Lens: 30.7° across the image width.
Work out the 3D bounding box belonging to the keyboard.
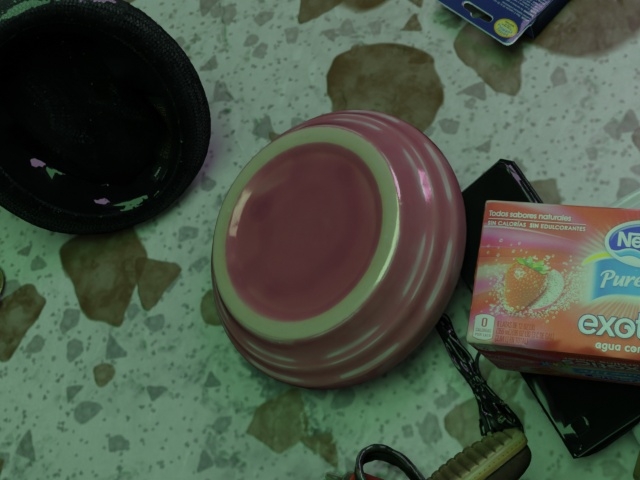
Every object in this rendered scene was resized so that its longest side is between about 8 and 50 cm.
[{"bbox_3d":[0.211,0.088,1.249,0.201,0.033,0.317,-41,62,25],"label":"keyboard"}]

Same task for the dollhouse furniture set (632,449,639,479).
[{"bbox_3d":[0.287,0.273,1.001,0.151,0.301,0.197,18,101,22],"label":"dollhouse furniture set"}]

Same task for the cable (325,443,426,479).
[{"bbox_3d":[0.126,0.306,1.223,0.287,0.072,0.139,14,63,10],"label":"cable"}]

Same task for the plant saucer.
[{"bbox_3d":[0.000,0.000,1.321,0.332,0.084,0.332,-11,68,31],"label":"plant saucer"}]

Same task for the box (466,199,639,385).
[{"bbox_3d":[0.304,0.058,1.092,0.300,0.154,0.142,4,75,22],"label":"box"}]

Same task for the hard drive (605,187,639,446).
[{"bbox_3d":[0.383,0.094,1.175,0.210,0.040,0.318,-32,68,20],"label":"hard drive"}]

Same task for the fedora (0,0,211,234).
[{"bbox_3d":[-0.302,-0.174,1.452,0.334,0.334,0.152,-30,32,4],"label":"fedora"}]

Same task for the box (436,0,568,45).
[{"bbox_3d":[0.263,-0.345,1.459,0.225,0.036,0.136,-46,61,-7],"label":"box"}]

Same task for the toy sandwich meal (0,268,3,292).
[{"bbox_3d":[-0.452,0.060,1.521,0.086,0.029,0.085,-7,65,15],"label":"toy sandwich meal"}]

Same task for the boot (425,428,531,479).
[{"bbox_3d":[0.164,0.328,1.136,0.207,0.090,0.248,45,96,-1],"label":"boot"}]
